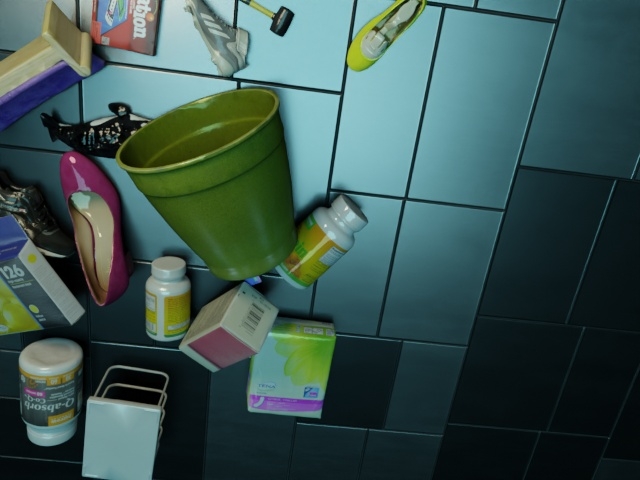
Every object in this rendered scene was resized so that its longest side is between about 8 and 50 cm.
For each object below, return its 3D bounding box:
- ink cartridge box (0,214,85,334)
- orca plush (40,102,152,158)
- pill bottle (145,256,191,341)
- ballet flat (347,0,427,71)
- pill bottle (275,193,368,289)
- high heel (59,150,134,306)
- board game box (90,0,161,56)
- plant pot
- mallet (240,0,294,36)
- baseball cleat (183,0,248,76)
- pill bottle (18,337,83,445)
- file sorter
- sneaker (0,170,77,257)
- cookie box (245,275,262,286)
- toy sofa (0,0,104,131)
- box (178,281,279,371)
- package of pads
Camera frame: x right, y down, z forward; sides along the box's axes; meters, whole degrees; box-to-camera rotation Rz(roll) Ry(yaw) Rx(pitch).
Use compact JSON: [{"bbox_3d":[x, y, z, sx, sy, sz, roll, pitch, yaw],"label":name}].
[{"bbox_3d":[-0.805,0.101,1.381,0.304,0.072,0.307,-10,121,28],"label":"ink cartridge box"},{"bbox_3d":[-0.524,-0.254,1.285,0.288,0.102,0.151,16,111,-7],"label":"orca plush"},{"bbox_3d":[-0.409,0.155,1.449,0.118,0.117,0.208,5,112,-3],"label":"pill bottle"},{"bbox_3d":[0.149,-0.477,1.223,0.231,0.077,0.077,-42,108,15],"label":"ballet flat"},{"bbox_3d":[0.000,0.000,1.384,0.136,0.136,0.246,42,105,-16],"label":"pill bottle"},{"bbox_3d":[-0.564,-0.028,1.334,0.127,0.181,0.377,-17,112,5],"label":"high heel"},{"bbox_3d":[-0.425,-0.570,1.199,0.145,0.027,0.281,11,112,-7],"label":"board game box"},{"bbox_3d":[-0.216,-0.109,1.247,0.367,0.366,0.352,-15,124,5],"label":"plant pot"},{"bbox_3d":[-0.156,-0.526,1.223,0.190,0.039,0.062,22,113,-5],"label":"mallet"},{"bbox_3d":[-0.230,-0.483,1.227,0.110,0.072,0.205,-26,116,-5],"label":"baseball cleat"},{"bbox_3d":[-0.761,0.430,1.530,0.162,0.162,0.278,8,112,-5],"label":"pill bottle"},{"bbox_3d":[-0.558,0.532,1.571,0.193,0.173,0.277,11,112,-7],"label":"file sorter"},{"bbox_3d":[-0.734,-0.067,1.361,0.283,0.107,0.124,34,102,-14],"label":"sneaker"},{"bbox_3d":[-0.188,0.057,1.419,0.040,0.107,0.091,-24,111,8],"label":"cookie box"},{"bbox_3d":[-0.666,-0.339,1.188,0.363,0.150,0.177,-27,139,9],"label":"toy sofa"},{"bbox_3d":[-0.242,0.232,1.418,0.127,0.148,0.232,41,137,-18],"label":"box"},{"bbox_3d":[-0.091,0.363,1.552,0.229,0.101,0.296,8,111,-6],"label":"package of pads"}]
